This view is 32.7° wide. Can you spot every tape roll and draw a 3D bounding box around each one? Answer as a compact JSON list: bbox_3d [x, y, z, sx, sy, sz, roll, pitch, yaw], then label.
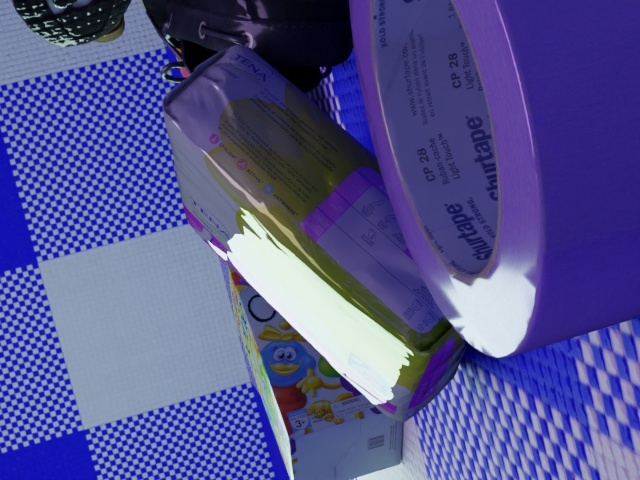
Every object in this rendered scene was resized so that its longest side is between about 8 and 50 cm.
[{"bbox_3d":[0.099,-0.079,0.599,0.275,0.090,0.275,166,90,-80],"label":"tape roll"}]

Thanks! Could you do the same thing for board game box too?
[{"bbox_3d":[-0.011,0.152,1.373,0.144,0.142,0.275,87,164,-49],"label":"board game box"}]

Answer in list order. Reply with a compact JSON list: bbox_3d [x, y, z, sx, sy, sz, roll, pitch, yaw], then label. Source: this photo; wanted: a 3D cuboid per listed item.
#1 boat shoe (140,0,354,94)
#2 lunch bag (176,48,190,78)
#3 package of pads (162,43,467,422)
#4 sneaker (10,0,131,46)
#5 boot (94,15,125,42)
[{"bbox_3d":[-0.077,-0.216,1.079,0.500,0.186,0.156,-168,76,-73],"label":"boat shoe"},{"bbox_3d":[-0.142,-0.329,1.457,0.258,0.120,0.293,141,114,-78],"label":"lunch bag"},{"bbox_3d":[0.000,0.000,0.904,0.296,0.101,0.229,42,162,15],"label":"package of pads"},{"bbox_3d":[-0.294,-0.407,1.129,0.182,0.158,0.410,-125,22,-56],"label":"sneaker"},{"bbox_3d":[-0.339,-0.439,1.545,0.236,0.089,0.269,60,166,16],"label":"boot"}]
